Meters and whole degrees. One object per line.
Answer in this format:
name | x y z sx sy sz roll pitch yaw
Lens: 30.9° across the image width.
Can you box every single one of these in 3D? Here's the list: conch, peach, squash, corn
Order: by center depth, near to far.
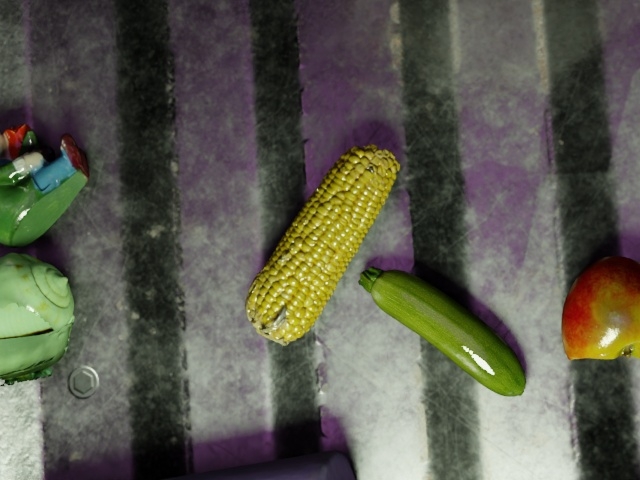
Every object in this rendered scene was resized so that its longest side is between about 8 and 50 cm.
peach | 0.358 0.083 1.412 0.151 0.151 0.118 -22 93 9
squash | 0.159 0.108 1.478 0.258 0.069 0.069 36 93 12
corn | 0.000 0.000 1.507 0.106 0.106 0.293 30 90 13
conch | -0.428 0.125 1.576 0.250 0.143 0.137 -50 35 16

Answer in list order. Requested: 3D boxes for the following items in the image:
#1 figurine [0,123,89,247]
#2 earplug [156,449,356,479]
figurine | -0.449 -0.117 1.605 0.234 0.127 0.185 41 89 22
earplug | -0.177 0.393 1.462 0.455 0.215 0.215 -9 83 15
